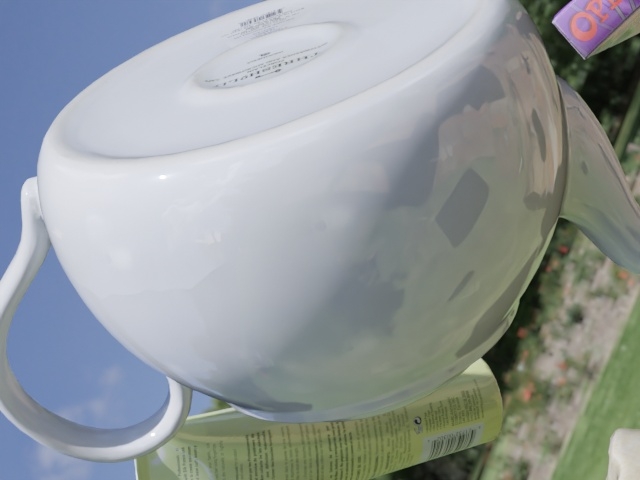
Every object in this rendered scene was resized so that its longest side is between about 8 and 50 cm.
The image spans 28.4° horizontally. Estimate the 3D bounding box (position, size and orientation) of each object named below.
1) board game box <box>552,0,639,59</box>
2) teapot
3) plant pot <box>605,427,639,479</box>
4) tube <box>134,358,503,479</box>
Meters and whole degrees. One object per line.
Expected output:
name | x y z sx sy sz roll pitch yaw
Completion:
board game box | 0.347 -0.287 0.989 0.347 0.056 0.208 -45 -5 32
teapot | 0.000 0.000 0.587 0.252 0.256 0.187 -40 -58 -38
plant pot | 0.423 0.313 1.225 0.334 0.305 0.334 8 -90 -76
tube | -0.001 0.125 0.794 0.070 0.240 0.062 71 157 14
